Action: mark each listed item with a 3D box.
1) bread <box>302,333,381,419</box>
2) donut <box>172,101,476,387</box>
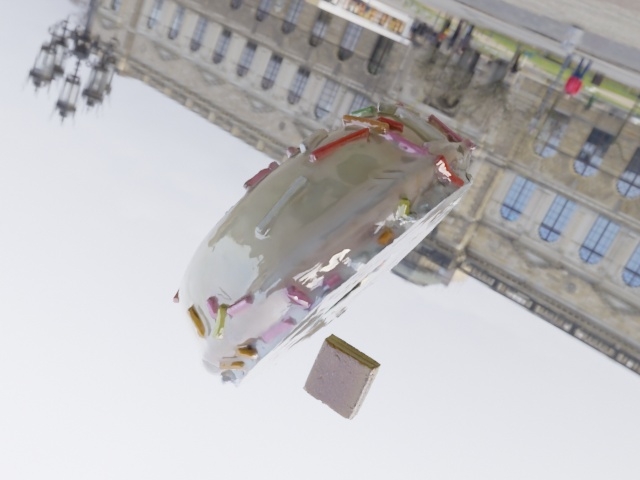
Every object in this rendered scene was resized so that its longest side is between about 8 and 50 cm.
[{"bbox_3d":[0.030,0.197,0.992,0.090,0.094,0.035,30,-161,22],"label":"bread"},{"bbox_3d":[0.000,0.000,0.756,0.142,0.382,0.383,49,-157,8],"label":"donut"}]
